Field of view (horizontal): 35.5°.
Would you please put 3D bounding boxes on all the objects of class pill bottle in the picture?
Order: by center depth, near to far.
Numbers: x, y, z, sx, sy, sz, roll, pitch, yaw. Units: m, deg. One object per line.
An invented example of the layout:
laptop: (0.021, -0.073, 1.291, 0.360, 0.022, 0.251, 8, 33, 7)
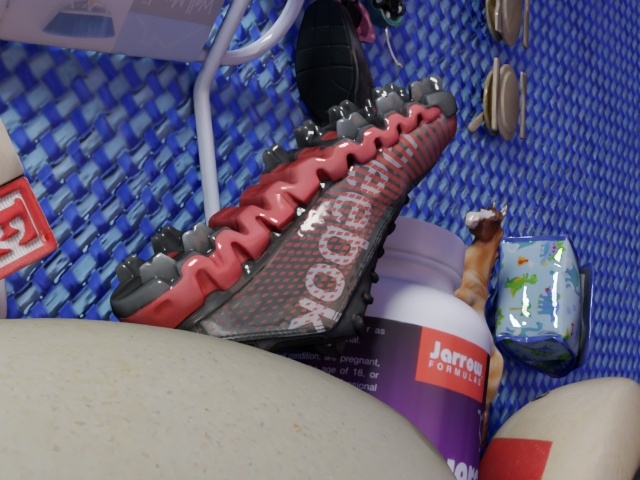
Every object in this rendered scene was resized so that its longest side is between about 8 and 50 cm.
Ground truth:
pill bottle: (0.032, 0.150, 0.763, 0.181, 0.182, 0.322, 28, 65, -47)

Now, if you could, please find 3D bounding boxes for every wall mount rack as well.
wall mount rack: (-0.114, -0.108, 0.661, 0.350, 0.130, 0.304, -3, 127, -51)

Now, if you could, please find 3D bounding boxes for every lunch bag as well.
lunch bag: (0.260, 0.078, 1.140, 0.151, 0.096, 0.128, 46, 49, -57)

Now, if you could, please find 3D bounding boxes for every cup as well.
cup: (-0.122, 0.167, 0.450, 0.237, 0.331, 0.331, 41, 56, -39)

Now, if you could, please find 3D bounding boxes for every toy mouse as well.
toy mouse: (0.038, -0.222, 0.931, 0.161, 0.031, 0.143, -52, 125, -40)

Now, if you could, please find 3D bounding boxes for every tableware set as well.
tableware set: (0.200, -0.210, 1.133, 0.128, 0.039, 0.194, 0, 92, -64)

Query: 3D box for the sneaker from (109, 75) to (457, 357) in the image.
sneaker: (0.000, 0.000, 0.673, 0.276, 0.098, 0.135, -40, 105, -18)

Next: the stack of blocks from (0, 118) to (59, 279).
stack of blocks: (-0.267, -0.089, 0.455, 0.171, 0.087, 0.297, -34, 113, -34)

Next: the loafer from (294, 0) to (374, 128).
loafer: (0.020, -0.130, 0.882, 0.061, 0.062, 0.170, -38, 126, -55)

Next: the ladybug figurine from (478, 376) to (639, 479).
ladybug figurine: (0.219, 0.345, 0.976, 0.305, 0.162, 0.449, 48, 54, -52)

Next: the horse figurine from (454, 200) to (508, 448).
horse figurine: (0.131, 0.102, 0.990, 0.174, 0.066, 0.263, -13, 95, -47)
